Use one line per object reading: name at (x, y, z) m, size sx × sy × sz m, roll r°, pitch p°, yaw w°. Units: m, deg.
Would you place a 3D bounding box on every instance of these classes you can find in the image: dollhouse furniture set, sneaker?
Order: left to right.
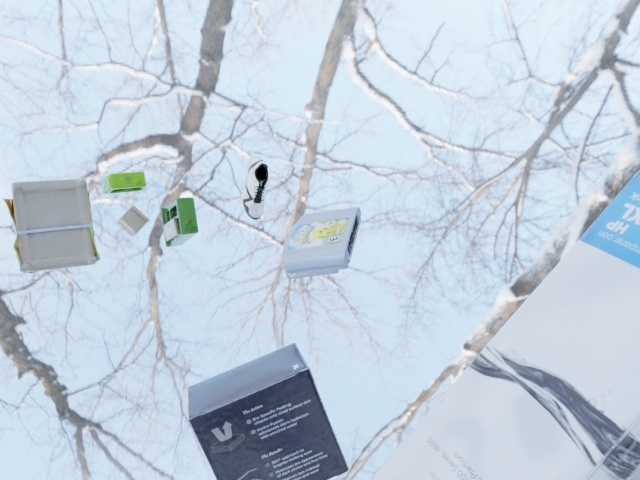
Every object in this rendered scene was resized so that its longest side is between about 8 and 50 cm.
dollhouse furniture set at (-0.187, -0.015, 0.554) m, size 0.152 × 0.059 × 0.076 m, roll -7°, pitch -97°, yaw -30°
sneaker at (-0.108, -0.086, 1.076) m, size 0.040 × 0.044 × 0.109 m, roll -5°, pitch -72°, yaw -25°

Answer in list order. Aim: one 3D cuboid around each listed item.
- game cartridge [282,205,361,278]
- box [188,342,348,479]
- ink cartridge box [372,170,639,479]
game cartridge at (0.000, 0.000, 0.507) m, size 0.056 × 0.017 × 0.083 m, roll -12°, pitch -152°, yaw 18°
box at (-0.068, 0.240, 0.824) m, size 0.156 × 0.093 × 0.158 m, roll -22°, pitch -74°, yaw -7°
ink cartridge box at (0.288, 0.180, 0.618) m, size 0.395 × 0.166 × 0.285 m, roll -49°, pitch -54°, yaw 0°
